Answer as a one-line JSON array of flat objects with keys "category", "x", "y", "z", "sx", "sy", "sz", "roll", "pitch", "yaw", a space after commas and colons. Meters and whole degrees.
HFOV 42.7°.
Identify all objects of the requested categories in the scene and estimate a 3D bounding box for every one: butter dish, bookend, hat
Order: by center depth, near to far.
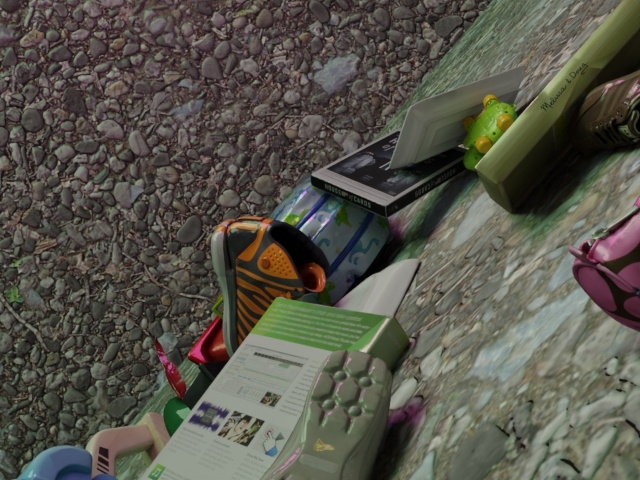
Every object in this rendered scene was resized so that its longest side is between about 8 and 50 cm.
[{"category": "bookend", "x": -0.162, "y": 0.273, "z": 1.318, "sx": 0.156, "sy": 0.072, "sz": 0.157, "roll": -56, "pitch": -27, "yaw": 14}, {"category": "hat", "x": -0.304, "y": 0.335, "z": 1.628, "sx": 0.208, "sy": 0.184, "sz": 0.172, "roll": -67, "pitch": 2, "yaw": -78}, {"category": "butter dish", "x": -0.140, "y": 0.223, "z": 1.633, "sx": 0.118, "sy": 0.160, "sz": 0.160, "roll": -18, "pitch": 22, "yaw": 28}]

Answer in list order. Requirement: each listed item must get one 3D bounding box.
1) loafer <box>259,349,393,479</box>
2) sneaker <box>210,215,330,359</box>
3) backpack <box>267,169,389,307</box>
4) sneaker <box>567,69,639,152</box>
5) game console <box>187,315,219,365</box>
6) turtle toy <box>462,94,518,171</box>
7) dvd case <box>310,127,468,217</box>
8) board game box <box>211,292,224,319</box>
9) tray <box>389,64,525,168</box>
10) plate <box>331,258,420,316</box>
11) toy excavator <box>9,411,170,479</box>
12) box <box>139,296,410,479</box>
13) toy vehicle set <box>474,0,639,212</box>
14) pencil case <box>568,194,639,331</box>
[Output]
[{"category": "loafer", "x": -0.007, "y": 0.251, "z": 0.796, "sx": 0.111, "sy": 0.112, "sz": 0.319, "roll": 86, "pitch": -152, "yaw": -44}, {"category": "sneaker", "x": -0.070, "y": 0.115, "z": 1.383, "sx": 0.180, "sy": 0.320, "sz": 0.125, "roll": -2, "pitch": 22, "yaw": 32}, {"category": "backpack", "x": 0.000, "y": 0.000, "z": 1.576, "sx": 0.290, "sy": 0.273, "sz": 0.355, "roll": -44, "pitch": 25, "yaw": 4}, {"category": "sneaker", "x": 0.324, "y": -0.134, "z": 0.868, "sx": 0.071, "sy": 0.066, "sz": 0.188, "roll": -55, "pitch": 8, "yaw": -31}, {"category": "game console", "x": -0.193, "y": 0.239, "z": 1.744, "sx": 0.144, "sy": 0.124, "sz": 0.085, "roll": -54, "pitch": -20, "yaw": -33}, {"category": "turtle toy", "x": 0.277, "y": -0.170, "z": 1.339, "sx": 0.130, "sy": 0.066, "sz": 0.095, "roll": -49, "pitch": 30, "yaw": 24}, {"category": "dvd case", "x": 0.129, "y": -0.125, "z": 1.435, "sx": 0.239, "sy": 0.029, "sz": 0.179, "roll": -32, "pitch": 41, "yaw": -33}, {"category": "board game box", "x": -0.117, "y": 0.161, "z": 1.551, "sx": 0.043, "sy": 0.181, "sz": 0.092, "roll": -48, "pitch": 7, "yaw": 11}, {"category": "tray", "x": 0.242, "y": -0.204, "z": 1.397, "sx": 0.270, "sy": 0.030, "sz": 0.145, "roll": -23, "pitch": -30, "yaw": -29}, {"category": "plate", "x": 0.019, "y": 0.162, "z": 1.275, "sx": 0.277, "sy": 0.045, "sz": 0.278, "roll": -42, "pitch": 10, "yaw": 44}, {"category": "toy excavator", "x": -0.465, "y": 0.495, "z": 1.627, "sx": 0.222, "sy": 0.433, "sz": 0.445, "roll": -46, "pitch": 36, "yaw": 26}, {"category": "box", "x": -0.058, "y": 0.217, "z": 1.043, "sx": 0.232, "sy": 0.058, "sz": 0.322, "roll": 5, "pitch": 51, "yaw": 48}, {"category": "toy vehicle set", "x": 0.298, "y": -0.158, "z": 0.992, "sx": 0.267, "sy": 0.035, "sz": 0.166, "roll": -49, "pitch": -19, "yaw": 4}, {"category": "pencil case", "x": 0.267, "y": -0.035, "z": 0.566, "sx": 0.209, "sy": 0.098, "sz": 0.095, "roll": -49, "pitch": 7, "yaw": -7}]
